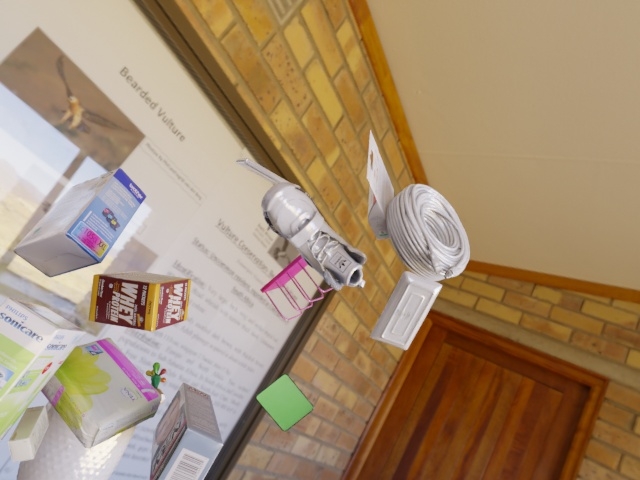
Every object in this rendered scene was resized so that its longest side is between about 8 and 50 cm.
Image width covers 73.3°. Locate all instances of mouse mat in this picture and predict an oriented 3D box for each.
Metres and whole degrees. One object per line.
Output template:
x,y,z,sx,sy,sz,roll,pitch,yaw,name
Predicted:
-0.135,0.619,1.643,0.189,0.153,0.007,53,-3,-8,mouse mat

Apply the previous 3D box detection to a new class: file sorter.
-0.064,0.182,1.843,0.182,0.291,0.202,53,18,11,file sorter

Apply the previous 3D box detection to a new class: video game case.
-0.169,-0.200,1.284,0.157,0.019,0.143,28,-1,-23,video game case

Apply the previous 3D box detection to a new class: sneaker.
0.000,0.000,1.130,0.210,0.137,0.366,37,-10,41,sneaker

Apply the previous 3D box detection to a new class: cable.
0.279,-0.021,1.103,0.089,0.257,0.257,-37,-106,39,cable

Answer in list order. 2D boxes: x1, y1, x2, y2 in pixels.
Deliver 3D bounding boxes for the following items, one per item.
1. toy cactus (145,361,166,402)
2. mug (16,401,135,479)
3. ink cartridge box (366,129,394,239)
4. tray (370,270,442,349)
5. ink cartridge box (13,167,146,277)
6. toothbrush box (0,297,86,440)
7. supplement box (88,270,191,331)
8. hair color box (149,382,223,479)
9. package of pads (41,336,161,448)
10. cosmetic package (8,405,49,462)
-0.654,0.600,1.688,0.180,0.219,0.112,2,-27,48,toy cactus
-0.796,0.647,1.362,0.374,0.328,0.276,6,-23,39,mug
0.138,-0.139,1.112,0.056,0.181,0.224,-11,-42,23,ink cartridge box
0.285,0.243,1.430,0.145,0.270,0.030,21,17,-9,tray
-0.788,-0.086,1.470,0.270,0.395,0.151,-13,-48,24,ink cartridge box
-0.646,0.274,0.874,0.122,0.283,0.206,33,-20,-5,toothbrush box
-0.509,0.167,1.233,0.194,0.129,0.191,7,0,12,supplement box
-0.401,0.581,1.268,0.114,0.185,0.374,33,-10,-16,hair color box
-0.640,0.423,1.236,0.296,0.101,0.229,37,17,20,package of pads
-0.665,0.439,0.983,0.041,0.060,0.115,-4,16,-15,cosmetic package
